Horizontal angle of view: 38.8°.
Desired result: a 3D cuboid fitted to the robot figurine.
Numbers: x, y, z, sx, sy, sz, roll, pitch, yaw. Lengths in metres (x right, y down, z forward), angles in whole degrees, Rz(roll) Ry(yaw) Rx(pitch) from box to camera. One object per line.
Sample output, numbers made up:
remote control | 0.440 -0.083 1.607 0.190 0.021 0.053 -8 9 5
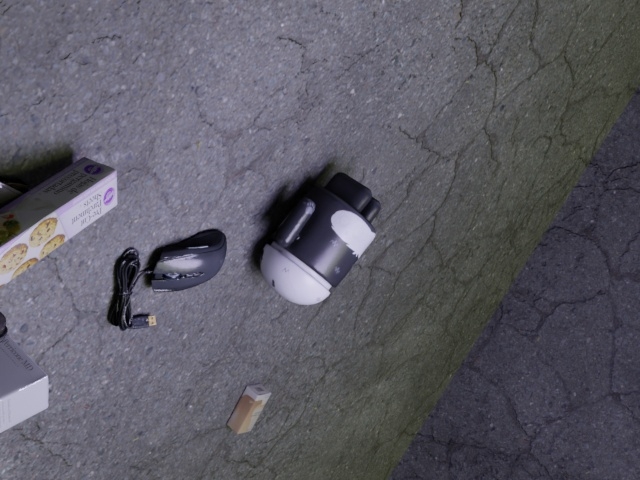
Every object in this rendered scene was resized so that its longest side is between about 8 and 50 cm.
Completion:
robot figurine | -0.002 -0.002 1.858 0.209 0.173 0.278 39 86 -19

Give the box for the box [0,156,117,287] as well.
box | -0.396 -0.014 1.224 0.324 0.063 0.067 -46 152 -51

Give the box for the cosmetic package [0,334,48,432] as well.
cosmetic package | -0.539 0.245 1.366 0.231 0.117 0.085 -30 145 -40

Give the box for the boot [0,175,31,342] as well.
boot | -0.468 0.019 1.263 0.229 0.091 0.263 -59 160 -8

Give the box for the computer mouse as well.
computer mouse | -0.266 0.084 1.662 0.262 0.060 0.184 -15 133 -49

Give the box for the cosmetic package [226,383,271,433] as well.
cosmetic package | -0.171 0.403 2.177 0.060 0.041 0.115 0 121 -57
